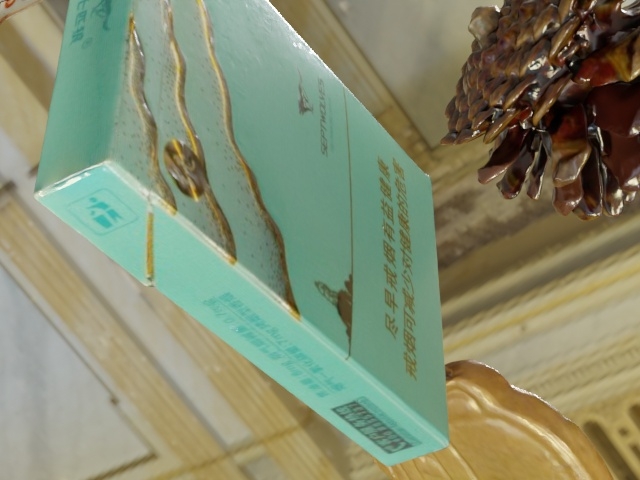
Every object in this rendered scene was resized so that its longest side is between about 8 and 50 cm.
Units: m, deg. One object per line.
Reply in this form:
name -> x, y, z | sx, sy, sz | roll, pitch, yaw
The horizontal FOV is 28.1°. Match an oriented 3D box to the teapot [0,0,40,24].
teapot -> -0.213, -0.134, 0.683 | 0.159, 0.116, 0.245 | -36, -169, 8

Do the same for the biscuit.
biscuit -> 0.196, 0.277, 1.480 | 0.057, 0.312, 0.351 | -46, -169, -31

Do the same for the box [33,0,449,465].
box -> -0.021, -0.024, 0.545 | 0.041, 0.229, 0.162 | -23, -133, 26

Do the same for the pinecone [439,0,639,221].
pinecone -> 0.250, -0.137, 1.148 | 0.264, 0.264, 0.264 | -34, -165, 11
